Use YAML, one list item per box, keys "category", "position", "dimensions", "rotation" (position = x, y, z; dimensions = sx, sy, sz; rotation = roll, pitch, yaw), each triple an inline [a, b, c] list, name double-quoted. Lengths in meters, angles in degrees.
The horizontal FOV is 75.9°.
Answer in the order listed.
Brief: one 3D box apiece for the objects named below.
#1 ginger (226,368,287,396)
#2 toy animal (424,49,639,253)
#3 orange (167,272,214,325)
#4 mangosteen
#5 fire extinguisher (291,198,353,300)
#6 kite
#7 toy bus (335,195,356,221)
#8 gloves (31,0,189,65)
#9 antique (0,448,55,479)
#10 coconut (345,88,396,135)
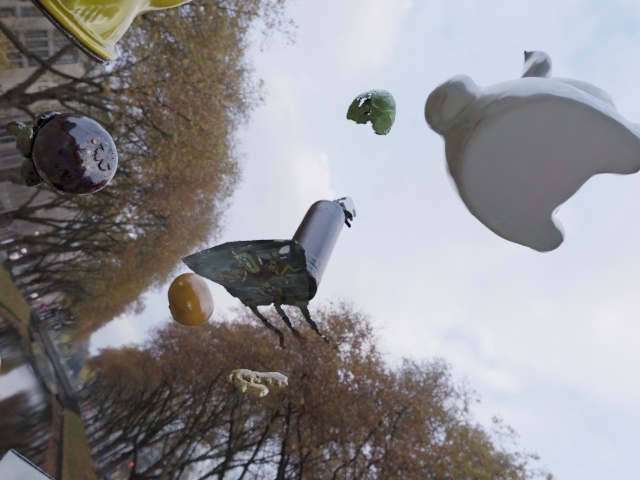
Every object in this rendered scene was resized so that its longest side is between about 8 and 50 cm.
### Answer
- category: "ginger"
  position: [-0.178, 0.400, 1.181]
  dimensions: [0.193, 0.176, 0.053]
  rotation: [153, -44, -80]
- category: "toy animal"
  position: [0.283, -0.163, 0.595]
  dimensions: [0.241, 0.367, 0.196]
  rotation: [39, -54, 5]
- category: "orange"
  position: [-0.376, 0.170, 1.181]
  dimensions: [0.156, 0.123, 0.156]
  rotation: [51, -25, 35]
- category: "mangosteen"
  position: [-0.508, -0.169, 0.826]
  dimensions: [0.172, 0.183, 0.173]
  rotation: [-14, 90, -85]
- category: "fire extinguisher"
  position: [0.000, 0.000, 0.686]
  dimensions: [0.089, 0.268, 0.072]
  rotation: [40, -56, -11]
- category: "kite"
  position: [-0.057, 0.076, 0.511]
  dimensions: [0.141, 0.015, 0.245]
  rotation: [-6, -42, 17]
- category: "toy bus"
  position: [0.070, -0.095, 1.298]
  dimensions: [0.064, 0.190, 0.076]
  rotation: [-17, -81, 14]
- category: "gloves"
  position: [-0.150, -0.319, 0.412]
  dimensions: [0.116, 0.294, 0.133]
  rotation: [52, 5, -18]
- category: "antique"
  position: [-0.663, 0.551, 0.840]
  dimensions: [0.151, 0.148, 0.147]
  rotation: [-34, -73, 17]
- category: "coconut"
  position: [0.127, -0.336, 1.037]
  dimensions: [0.158, 0.133, 0.055]
  rotation: [24, -9, 39]
